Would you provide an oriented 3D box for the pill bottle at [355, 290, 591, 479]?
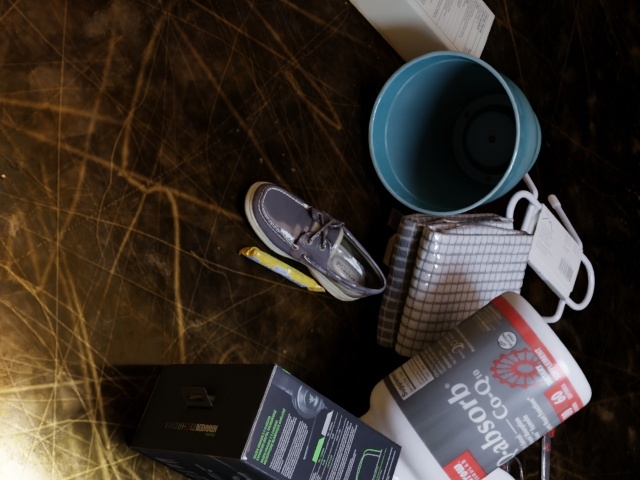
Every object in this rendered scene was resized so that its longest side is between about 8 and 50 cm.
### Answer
[{"bbox_3d":[0.208,0.260,1.510,0.363,0.210,0.210,-37,116,1],"label":"pill bottle"}]

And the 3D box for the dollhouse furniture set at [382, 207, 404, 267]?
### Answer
[{"bbox_3d":[0.169,0.008,1.735,0.091,0.081,0.114,36,61,-36],"label":"dollhouse furniture set"}]

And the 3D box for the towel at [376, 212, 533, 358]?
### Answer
[{"bbox_3d":[0.229,0.070,1.716,0.283,0.121,0.235,-2,109,-44],"label":"towel"}]

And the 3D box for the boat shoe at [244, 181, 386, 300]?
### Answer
[{"bbox_3d":[0.000,0.000,1.562,0.285,0.092,0.103,44,57,-32],"label":"boat shoe"}]

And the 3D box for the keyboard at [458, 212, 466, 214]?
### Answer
[{"bbox_3d":[0.256,0.016,1.862,0.108,0.023,0.180,12,77,-43],"label":"keyboard"}]

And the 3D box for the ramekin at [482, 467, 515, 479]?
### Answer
[{"bbox_3d":[0.227,0.493,1.658,0.277,0.135,0.277,5,82,-32],"label":"ramekin"}]

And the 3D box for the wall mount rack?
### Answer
[{"bbox_3d":[0.425,-0.019,1.958,0.350,0.130,0.304,42,61,-39],"label":"wall mount rack"}]

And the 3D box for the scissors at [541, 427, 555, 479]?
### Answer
[{"bbox_3d":[0.452,0.398,2.009,0.109,0.021,0.297,35,62,-39],"label":"scissors"}]

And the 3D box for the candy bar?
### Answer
[{"bbox_3d":[-0.060,0.045,1.535,0.161,0.040,0.018,30,74,-37],"label":"candy bar"}]

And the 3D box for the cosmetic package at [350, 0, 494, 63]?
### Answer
[{"bbox_3d":[0.168,-0.438,1.774,0.309,0.113,0.160,42,57,-33],"label":"cosmetic package"}]

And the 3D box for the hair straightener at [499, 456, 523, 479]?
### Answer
[{"bbox_3d":[0.322,0.490,1.855,0.230,0.047,0.089,-47,117,-42],"label":"hair straightener"}]

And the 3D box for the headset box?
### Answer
[{"bbox_3d":[-0.080,0.276,1.342,0.283,0.246,0.131,37,61,-34],"label":"headset box"}]

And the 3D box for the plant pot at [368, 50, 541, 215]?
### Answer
[{"bbox_3d":[0.263,-0.185,1.746,0.255,0.271,0.272,-7,89,-59],"label":"plant pot"}]
